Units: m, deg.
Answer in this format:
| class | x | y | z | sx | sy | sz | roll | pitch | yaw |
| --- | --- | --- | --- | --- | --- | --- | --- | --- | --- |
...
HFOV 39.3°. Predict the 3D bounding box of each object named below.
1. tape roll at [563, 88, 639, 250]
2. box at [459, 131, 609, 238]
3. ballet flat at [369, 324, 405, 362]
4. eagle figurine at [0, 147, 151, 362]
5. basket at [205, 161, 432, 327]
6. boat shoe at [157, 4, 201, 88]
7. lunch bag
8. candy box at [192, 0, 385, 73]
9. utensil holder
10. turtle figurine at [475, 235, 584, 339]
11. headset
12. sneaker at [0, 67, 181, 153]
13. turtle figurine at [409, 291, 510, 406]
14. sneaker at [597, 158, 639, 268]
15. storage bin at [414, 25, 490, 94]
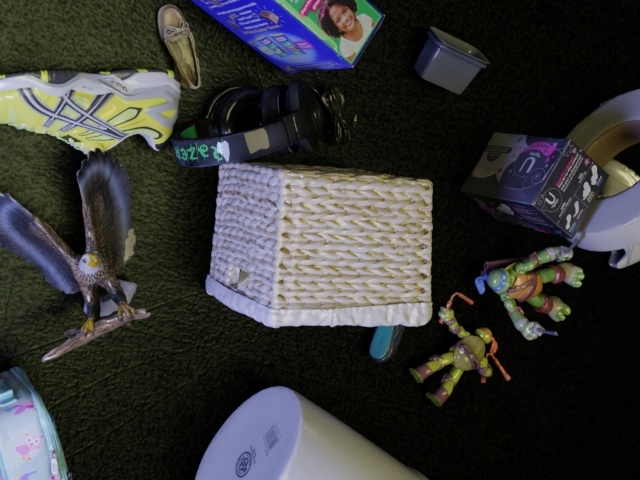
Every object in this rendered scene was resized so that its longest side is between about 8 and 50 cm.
| class | x | y | z | sx | sy | sz | roll | pitch | yaw |
| --- | --- | --- | --- | --- | --- | --- | --- | --- | --- |
| tape roll | 0.646 | -0.156 | 1.901 | 0.072 | 0.392 | 0.392 | 38 | 82 | -27 |
| box | 0.444 | -0.123 | 1.880 | 0.142 | 0.247 | 0.163 | 34 | 84 | -29 |
| ballet flat | 0.159 | 0.163 | 1.901 | 0.074 | 0.074 | 0.203 | 22 | 83 | -29 |
| eagle figurine | -0.406 | 0.019 | 1.520 | 0.226 | 0.225 | 0.298 | -23 | 88 | -54 |
| basket | 0.000 | 0.000 | 1.637 | 0.331 | 0.328 | 0.266 | 2 | 97 | -27 |
| boat shoe | -0.248 | -0.345 | 1.597 | 0.056 | 0.048 | 0.153 | -19 | 108 | -23 |
| lunch bag | -0.495 | 0.332 | 1.475 | 0.108 | 0.279 | 0.224 | -14 | 104 | -28 |
| candy box | -0.093 | -0.427 | 1.536 | 0.317 | 0.268 | 0.122 | 33 | 81 | -28 |
| utensil holder | -0.009 | 0.510 | 1.738 | 0.385 | 0.327 | 0.327 | 39 | 82 | -25 |
| turtle figurine | 0.507 | 0.118 | 1.964 | 0.266 | 0.275 | 0.197 | 7 | 73 | -49 |
| headset | -0.084 | -0.193 | 1.617 | 0.394 | 0.243 | 0.185 | -34 | 117 | -42 |
| sneaker | -0.414 | -0.212 | 1.487 | 0.385 | 0.145 | 0.147 | -6 | 103 | -24 |
| turtle figurine | 0.317 | 0.268 | 1.985 | 0.217 | 0.087 | 0.269 | -40 | 115 | -15 |
| sneaker | 0.707 | -0.059 | 2.112 | 0.129 | 0.111 | 0.297 | -33 | 112 | -12 |
| storage bin | 0.259 | -0.367 | 1.836 | 0.135 | 0.098 | 0.091 | 18 | 119 | -29 |
